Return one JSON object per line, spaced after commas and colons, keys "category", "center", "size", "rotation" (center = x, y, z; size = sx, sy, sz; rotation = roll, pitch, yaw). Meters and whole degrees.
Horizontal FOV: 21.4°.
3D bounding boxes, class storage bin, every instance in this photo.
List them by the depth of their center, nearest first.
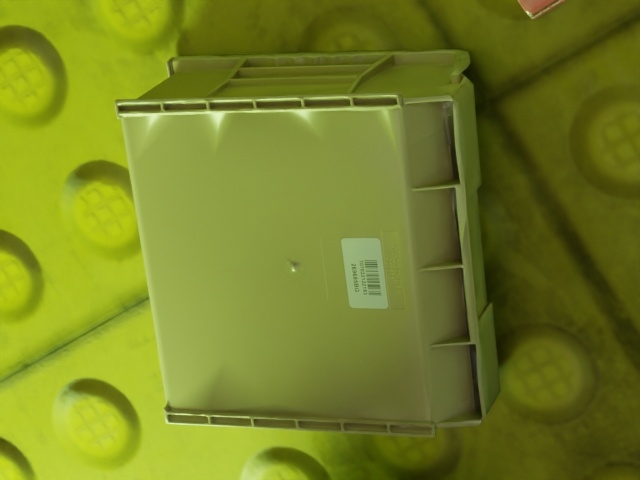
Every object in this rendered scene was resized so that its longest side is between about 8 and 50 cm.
{"category": "storage bin", "center": [0.000, 0.000, 1.265], "size": [0.260, 0.123, 0.262], "rotation": [0, 109, 21]}

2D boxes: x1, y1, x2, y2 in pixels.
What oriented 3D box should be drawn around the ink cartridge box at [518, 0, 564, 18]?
{"category": "ink cartridge box", "center": [0.207, -0.304, 1.069], "size": [0.283, 0.117, 0.207], "rotation": [-30, 96, 28]}
